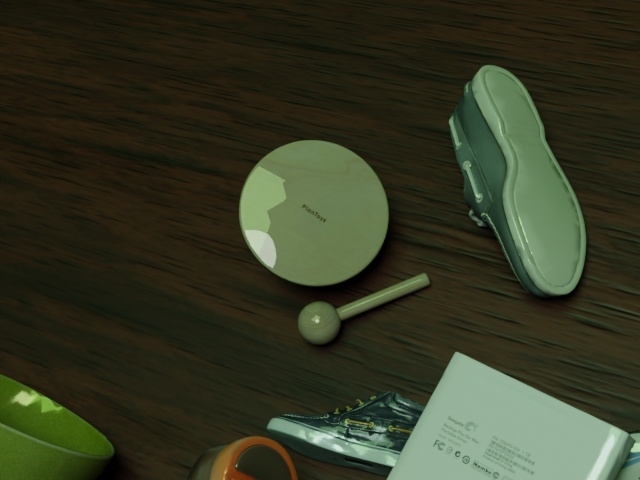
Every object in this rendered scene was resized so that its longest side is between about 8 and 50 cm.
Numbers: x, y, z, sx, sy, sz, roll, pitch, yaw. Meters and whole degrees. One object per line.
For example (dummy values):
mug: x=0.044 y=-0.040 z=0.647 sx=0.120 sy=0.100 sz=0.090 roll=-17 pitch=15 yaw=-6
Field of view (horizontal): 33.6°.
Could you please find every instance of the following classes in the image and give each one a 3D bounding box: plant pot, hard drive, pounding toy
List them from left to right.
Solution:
plant pot: x=-0.420 y=0.304 z=1.175 sx=0.275 sy=0.275 sz=0.293 roll=25 pitch=85 yaw=31
pounding toy: x=0.000 y=0.000 z=1.318 sx=0.183 sy=0.110 sz=0.237 roll=-27 pitch=82 yaw=-12
hard drive: x=0.146 y=0.285 z=1.039 sx=0.203 sy=0.040 sz=0.307 roll=24 pitch=82 yaw=38

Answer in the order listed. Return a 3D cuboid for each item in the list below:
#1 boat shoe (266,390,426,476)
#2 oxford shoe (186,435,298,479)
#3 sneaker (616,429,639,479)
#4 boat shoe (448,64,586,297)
boat shoe: x=0.037 y=0.206 z=1.179 sx=0.183 sy=0.065 sz=0.083 roll=12 pitch=63 yaw=18
oxford shoe: x=-0.105 y=0.391 z=1.093 sx=0.133 sy=0.130 sz=0.364 roll=-21 pitch=53 yaw=48
sneaker: x=0.334 y=0.227 z=1.044 sx=0.237 sy=0.085 sz=0.086 roll=-20 pitch=61 yaw=10
boat shoe: x=0.229 y=-0.061 z=1.282 sx=0.099 sy=0.116 sz=0.319 roll=-45 pitch=47 yaw=45
